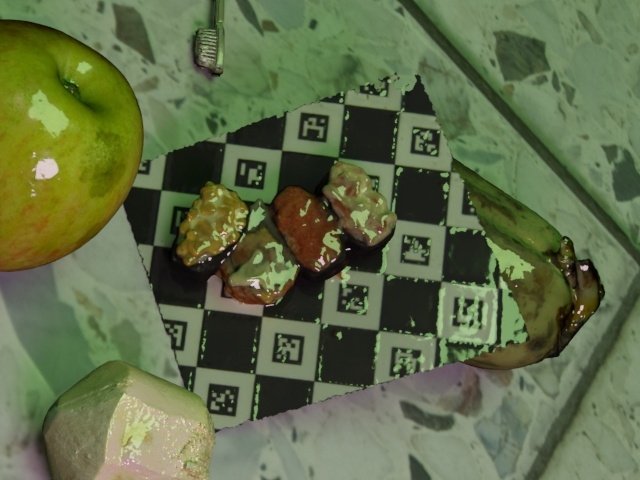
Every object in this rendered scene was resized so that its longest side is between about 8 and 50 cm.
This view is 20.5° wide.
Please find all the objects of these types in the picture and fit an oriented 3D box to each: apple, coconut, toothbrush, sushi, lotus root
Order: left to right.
[{"bbox_3d":[-0.232,-0.075,1.341,0.196,0.196,0.196,20,54,-30],"label":"apple"},{"bbox_3d":[-0.150,0.150,1.321,0.122,0.116,0.116,22,53,-29],"label":"coconut"},{"bbox_3d":[-0.101,-0.279,1.678,0.028,0.026,0.294,11,58,-17],"label":"toothbrush"},{"bbox_3d":[0.000,0.000,1.471,0.290,0.050,0.264,-17,75,-10],"label":"sushi"},{"bbox_3d":[0.105,-0.001,1.594,0.309,0.173,0.173,35,47,-7],"label":"lotus root"}]
